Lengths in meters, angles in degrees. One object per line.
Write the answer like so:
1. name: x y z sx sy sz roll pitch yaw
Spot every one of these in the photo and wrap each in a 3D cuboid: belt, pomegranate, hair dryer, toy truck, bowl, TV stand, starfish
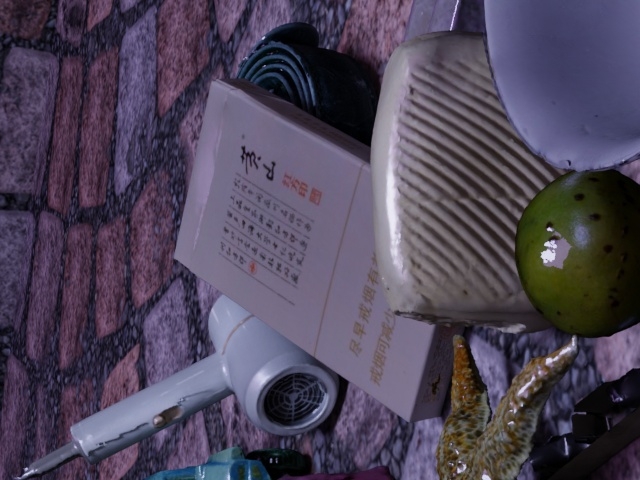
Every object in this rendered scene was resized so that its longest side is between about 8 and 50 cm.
1. belt: -0.021 -0.095 1.763 0.206 0.116 0.268 3 89 56
2. pomegranate: 0.203 0.009 1.209 0.130 0.130 0.130 -175 90 -68
3. hair dryer: -0.161 0.183 1.788 0.108 0.357 0.173 63 178 -33
4. toy truck: -0.120 0.317 1.856 0.279 0.156 0.155 146 126 -64
5. bowl: 0.249 -0.206 1.078 0.345 0.157 0.346 -174 90 -67
6. TV stand: 0.225 0.116 1.221 0.249 0.036 0.042 127 141 -52
7. starfish: 0.135 0.195 1.297 0.347 0.078 0.358 -110 20 -53

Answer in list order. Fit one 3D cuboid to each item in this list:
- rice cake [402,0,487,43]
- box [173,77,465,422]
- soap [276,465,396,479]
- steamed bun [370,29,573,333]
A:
1. rice cake: 0.125 -0.236 1.526 0.106 0.050 0.298 -129 48 -60
2. box: 0.000 0.000 1.606 0.365 0.051 0.205 32 117 40
3. soap: 0.045 0.365 1.388 0.220 0.127 0.325 -125 25 -70
4. steamed bun: 0.121 -0.043 1.358 0.152 0.169 0.239 115 156 -80
